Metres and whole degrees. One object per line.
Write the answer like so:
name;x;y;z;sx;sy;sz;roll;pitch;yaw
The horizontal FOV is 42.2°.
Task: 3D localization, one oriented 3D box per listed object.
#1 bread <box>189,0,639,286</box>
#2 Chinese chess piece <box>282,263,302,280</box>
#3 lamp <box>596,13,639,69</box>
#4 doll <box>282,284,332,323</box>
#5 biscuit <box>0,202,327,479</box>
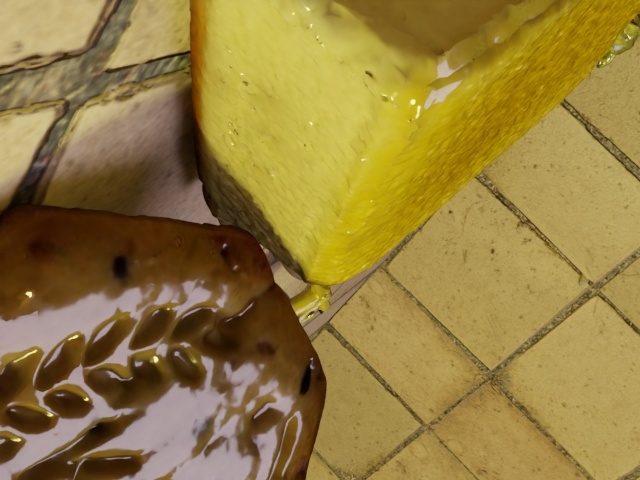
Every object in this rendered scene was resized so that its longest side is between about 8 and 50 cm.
bread;0.081;-0.135;0.488;0.323;0.143;0.333;-41;171;-18
Chinese chess piece;0.000;0.000;1.107;0.122;0.051;0.122;-43;173;-7
lamp;0.235;-0.231;0.733;0.157;0.135;0.156;-55;-164;-6
doll;-0.143;0.162;1.048;0.365;0.094;0.160;-40;168;-12
biscuit;-0.132;0.147;0.480;0.359;0.046;0.359;-17;116;-39
